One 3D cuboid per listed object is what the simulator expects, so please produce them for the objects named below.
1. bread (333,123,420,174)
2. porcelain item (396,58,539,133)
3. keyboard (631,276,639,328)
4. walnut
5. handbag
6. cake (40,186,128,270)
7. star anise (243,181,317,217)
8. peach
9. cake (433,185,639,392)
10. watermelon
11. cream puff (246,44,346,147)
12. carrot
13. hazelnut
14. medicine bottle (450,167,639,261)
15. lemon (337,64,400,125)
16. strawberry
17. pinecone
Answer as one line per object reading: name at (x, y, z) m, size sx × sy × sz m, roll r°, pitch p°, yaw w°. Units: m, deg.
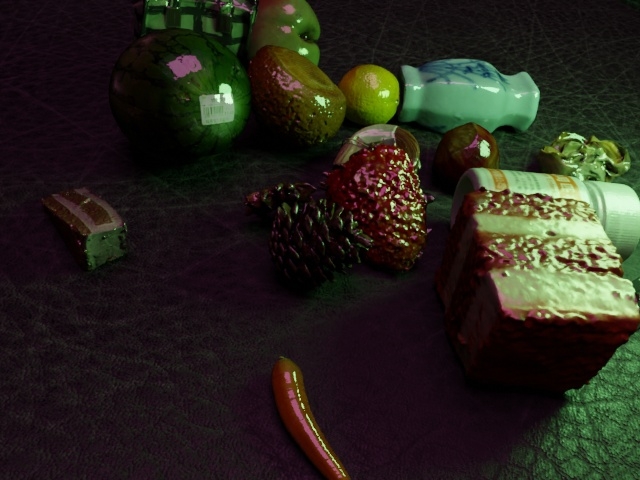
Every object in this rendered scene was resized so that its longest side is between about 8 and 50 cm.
bread at (0.154, -0.203, 1.447) m, size 0.224 × 0.142 × 0.212 m, roll 32°, pitch 66°, yaw 24°
porcelain item at (0.436, -0.439, 1.708) m, size 0.405 × 0.178 × 0.242 m, roll 3°, pitch 43°, yaw -6°
keyboard at (0.757, 0.120, 1.286) m, size 0.381 × 0.041 × 0.103 m, roll -25°, pitch 53°, yaw -22°
walnut at (0.704, -0.208, 1.540) m, size 0.238 × 0.141 × 0.204 m, roll -1°, pitch 34°, yaw -7°
handbag at (-0.359, -0.542, 1.562) m, size 0.325 × 0.327 × 0.162 m, roll -4°, pitch 58°, yaw -23°
cake at (-0.519, -0.038, 1.233) m, size 0.116 × 0.112 × 0.295 m, roll -19°, pitch 38°, yaw -33°
star anise at (-0.073, -0.100, 1.272) m, size 0.177 × 0.073 × 0.234 m, roll -7°, pitch -1°, yaw -42°
peach at (-0.133, -0.604, 1.723) m, size 0.292 × 0.292 × 0.247 m, roll 31°, pitch 31°, yaw 22°
cake at (0.391, 0.101, 1.075) m, size 0.270 × 0.270 × 0.319 m, roll 5°, pitch 44°, yaw -3°
watermelon at (-0.346, -0.357, 1.399) m, size 0.363 × 0.363 × 0.363 m, roll 4°, pitch 44°, yaw -4°
cream puff at (-0.077, -0.378, 1.531) m, size 0.303 × 0.212 × 0.303 m, roll 31°, pitch 25°, yaw -16°
carrot at (-0.027, 0.313, 0.952) m, size 0.062 × 0.066 × 0.271 m, roll -39°, pitch 51°, yaw 14°
hazelnut at (0.388, -0.219, 1.508) m, size 0.170 × 0.160 × 0.201 m, roll 26°, pitch 83°, yaw 34°
medicine bottle at (0.508, -0.050, 1.292) m, size 0.372 × 0.211 × 0.211 m, roll 4°, pitch 44°, yaw -3°
lemon at (0.139, -0.430, 1.659) m, size 0.203 × 0.178 × 0.178 m, roll 20°, pitch 44°, yaw 21°
strawberry at (0.139, -0.089, 1.263) m, size 0.233 × 0.137 × 0.306 m, roll -35°, pitch 61°, yaw 2°
pinecone at (-0.005, -0.002, 1.171) m, size 0.205 × 0.184 × 0.179 m, roll -23°, pitch 41°, yaw 29°
